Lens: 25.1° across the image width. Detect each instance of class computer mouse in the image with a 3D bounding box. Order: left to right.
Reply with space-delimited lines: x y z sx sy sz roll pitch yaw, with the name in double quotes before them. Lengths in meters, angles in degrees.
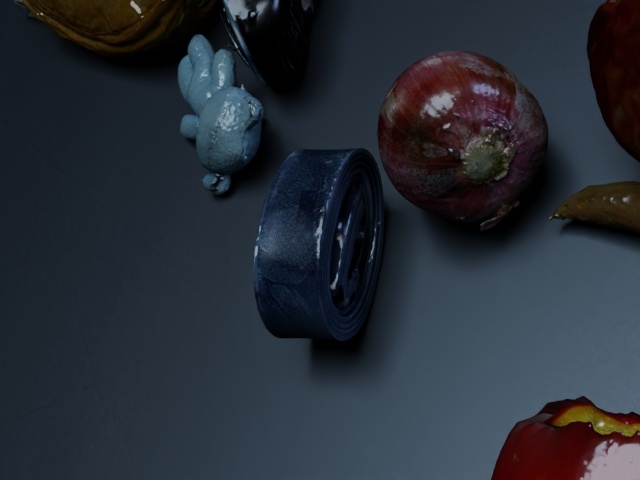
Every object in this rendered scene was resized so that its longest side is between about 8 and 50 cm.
"computer mouse" -0.061 -0.275 1.502 0.096 0.137 0.233 -1 65 20

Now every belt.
"belt" 0.000 0.000 1.322 0.082 0.141 0.190 2 63 24

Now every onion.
"onion" 0.118 -0.108 1.329 0.159 0.159 0.195 -37 34 2

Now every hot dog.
"hot dog" -0.229 -0.309 1.610 0.272 0.122 0.196 18 70 30

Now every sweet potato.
"sweet potato" 0.343 -0.016 1.217 0.314 0.072 0.066 5 100 26

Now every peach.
"peach" 0.243 0.190 1.078 0.226 0.190 0.196 -38 44 10

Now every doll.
"doll" -0.100 -0.139 1.497 0.180 0.075 0.120 -107 34 -46

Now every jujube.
"jujube" 0.351 -0.159 1.210 0.232 0.213 0.213 -22 55 31

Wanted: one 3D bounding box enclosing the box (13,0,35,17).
"box" -0.314 -0.318 1.705 0.050 0.036 0.117 16 71 30
